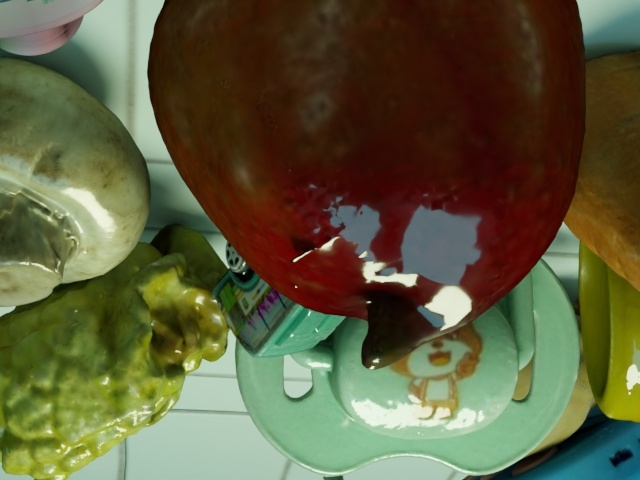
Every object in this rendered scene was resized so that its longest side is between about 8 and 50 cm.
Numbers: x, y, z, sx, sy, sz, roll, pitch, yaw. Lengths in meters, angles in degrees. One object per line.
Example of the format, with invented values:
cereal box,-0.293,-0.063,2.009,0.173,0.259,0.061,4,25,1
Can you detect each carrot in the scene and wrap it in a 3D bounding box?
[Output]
carrot,0.267,-0.030,1.042,0.159,0.225,0.159,-12,137,-11

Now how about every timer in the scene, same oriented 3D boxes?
timer,0.311,0.273,1.577,0.309,0.115,0.340,-28,174,-23

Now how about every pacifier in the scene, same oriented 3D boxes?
pacifier,0.078,0.088,1.328,0.343,0.288,0.269,4,-174,-13

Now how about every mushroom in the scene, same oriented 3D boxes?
mushroom,-0.267,-0.039,1.084,0.254,0.184,0.255,-6,158,-2

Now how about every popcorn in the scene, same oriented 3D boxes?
popcorn,-0.195,0.100,1.216,0.286,0.174,0.225,-36,-171,-12

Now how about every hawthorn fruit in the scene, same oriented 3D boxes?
hawthorn fruit,0.043,-0.095,0.870,0.295,0.311,0.295,-35,161,-14

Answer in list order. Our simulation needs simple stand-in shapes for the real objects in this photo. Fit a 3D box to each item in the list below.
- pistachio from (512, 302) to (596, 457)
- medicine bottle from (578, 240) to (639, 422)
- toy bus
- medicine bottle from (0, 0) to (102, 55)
pistachio,0.193,0.160,1.482,0.293,0.182,0.162,-21,-177,39
medicine bottle,0.442,0.051,1.212,0.384,0.224,0.224,-2,152,2
toy bus,0.000,0.000,1.106,0.091,0.109,0.262,-6,148,-35
medicine bottle,-0.200,-0.193,0.859,0.119,0.094,0.188,-15,167,-8
